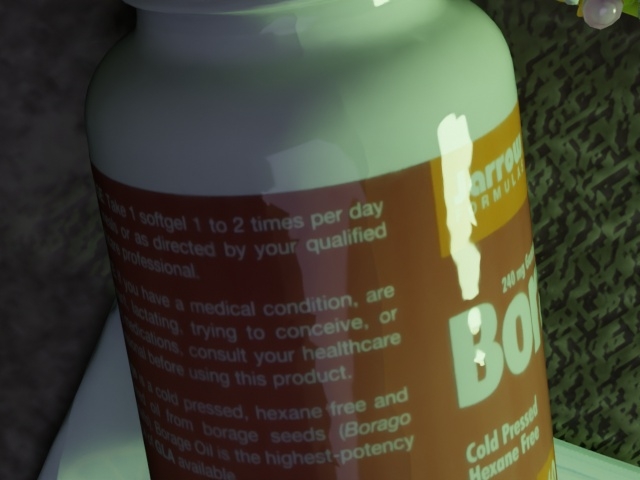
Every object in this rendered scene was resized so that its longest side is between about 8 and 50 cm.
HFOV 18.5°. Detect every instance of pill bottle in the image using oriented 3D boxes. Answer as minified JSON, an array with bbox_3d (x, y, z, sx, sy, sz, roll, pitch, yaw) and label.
[{"bbox_3d":[0.000,0.000,0.556,0.121,0.121,0.216,-8,112,1],"label":"pill bottle"}]

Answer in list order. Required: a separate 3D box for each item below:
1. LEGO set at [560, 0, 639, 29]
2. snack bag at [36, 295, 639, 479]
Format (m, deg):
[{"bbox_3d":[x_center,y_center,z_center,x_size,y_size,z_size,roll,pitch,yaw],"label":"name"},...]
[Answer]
[{"bbox_3d":[0.105,-0.094,0.522,0.132,0.107,0.287,-31,119,15],"label":"LEGO set"},{"bbox_3d":[0.014,0.196,0.740,0.323,0.037,0.343,20,118,-16],"label":"snack bag"}]
